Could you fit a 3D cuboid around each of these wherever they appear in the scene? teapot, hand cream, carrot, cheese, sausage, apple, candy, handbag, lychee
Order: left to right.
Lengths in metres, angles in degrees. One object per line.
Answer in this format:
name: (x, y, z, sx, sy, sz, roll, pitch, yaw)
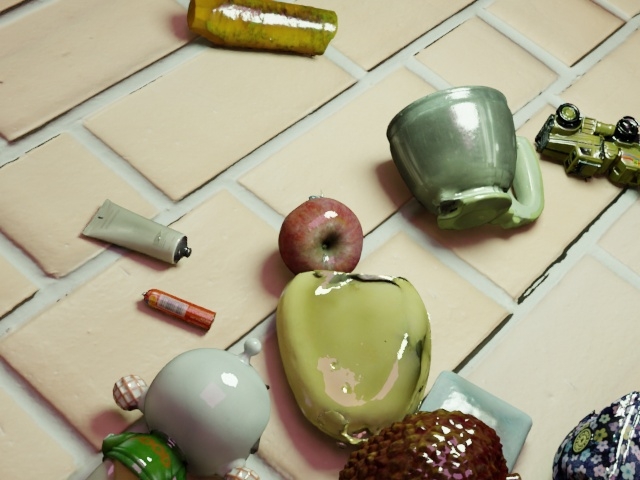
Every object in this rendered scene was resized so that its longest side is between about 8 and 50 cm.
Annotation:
hand cream: (-0.309, -0.010, 1.878, 0.186, 0.054, 0.087, 21, 53, 10)
sausage: (-0.238, 0.111, 1.806, 0.130, 0.034, 0.034, 21, 49, 2)
carrot: (-0.122, -0.449, 2.255, 0.302, 0.114, 0.114, 7, 50, -15)
apple: (0.000, 0.000, 1.892, 0.154, 0.153, 0.120, -5, 11, -19)
cheese: (0.062, 0.195, 1.768, 0.260, 0.128, 0.315, -3, 50, -4)
lychee: (0.159, 0.364, 1.585, 0.271, 0.236, 0.235, -12, 51, 8)
teapot: (0.278, -0.129, 2.073, 0.240, 0.322, 0.239, -20, 69, 18)
candy: (0.248, 0.297, 1.763, 0.174, 0.071, 0.138, 29, 49, 8)
handbag: (0.443, 0.347, 1.693, 0.127, 0.208, 0.228, 32, 55, -8)

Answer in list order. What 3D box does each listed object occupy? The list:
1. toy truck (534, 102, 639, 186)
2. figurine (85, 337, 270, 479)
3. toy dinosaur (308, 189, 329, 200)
toy truck: (0.572, -0.182, 2.224, 0.257, 0.127, 0.127, 16, 63, -2)
figurine: (-0.214, 0.292, 1.582, 0.281, 0.167, 0.370, 36, 60, 20)
toy dinosaur: (0.007, -0.054, 2.013, 0.047, 0.030, 0.083, -13, 56, -22)
